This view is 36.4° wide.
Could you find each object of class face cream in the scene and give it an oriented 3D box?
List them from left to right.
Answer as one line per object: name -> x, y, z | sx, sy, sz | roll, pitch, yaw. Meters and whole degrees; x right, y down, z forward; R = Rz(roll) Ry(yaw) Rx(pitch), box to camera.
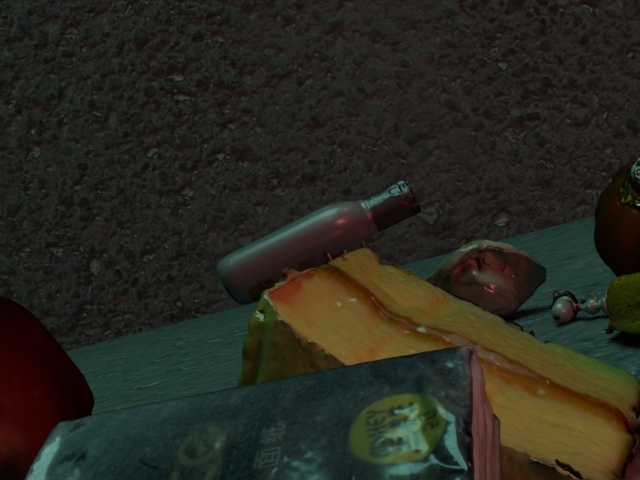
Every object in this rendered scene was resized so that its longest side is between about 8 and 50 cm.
face cream -> 0.000, 0.000, 1.367 | 0.291, 0.071, 0.144 | -26, -14, -1

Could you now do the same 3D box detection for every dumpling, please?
dumpling -> 0.229, 0.060, 1.434 | 0.199, 0.118, 0.136 | -25, -44, 14

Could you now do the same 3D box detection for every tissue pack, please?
tissue pack -> -0.038, 0.156, 0.486 | 0.257, 0.081, 0.185 | -14, 28, 16

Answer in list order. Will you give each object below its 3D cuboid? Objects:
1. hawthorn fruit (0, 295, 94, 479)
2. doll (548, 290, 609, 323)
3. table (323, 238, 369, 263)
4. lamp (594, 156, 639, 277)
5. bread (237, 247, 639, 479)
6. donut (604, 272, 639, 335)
hawthorn fruit -> -0.276, 0.156, 0.666 | 0.307, 0.265, 0.265 | 5, -4, -18
doll -> 0.339, 0.084, 1.272 | 0.085, 0.040, 0.058 | -18, 13, 21
table -> 0.009, 0.094, 1.339 | 0.122, 0.111, 0.240 | -16, -15, -39
lamp -> 0.462, -0.027, 1.250 | 0.223, 0.196, 0.223 | -24, 36, 19
bread -> 0.098, 0.095, 0.674 | 0.236, 0.198, 0.263 | -5, 7, 22
donut -> 0.382, 0.062, 1.068 | 0.146, 0.078, 0.181 | -12, 0, 9
